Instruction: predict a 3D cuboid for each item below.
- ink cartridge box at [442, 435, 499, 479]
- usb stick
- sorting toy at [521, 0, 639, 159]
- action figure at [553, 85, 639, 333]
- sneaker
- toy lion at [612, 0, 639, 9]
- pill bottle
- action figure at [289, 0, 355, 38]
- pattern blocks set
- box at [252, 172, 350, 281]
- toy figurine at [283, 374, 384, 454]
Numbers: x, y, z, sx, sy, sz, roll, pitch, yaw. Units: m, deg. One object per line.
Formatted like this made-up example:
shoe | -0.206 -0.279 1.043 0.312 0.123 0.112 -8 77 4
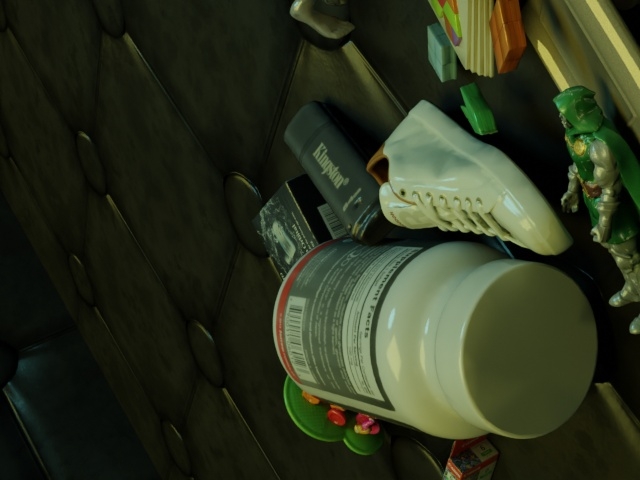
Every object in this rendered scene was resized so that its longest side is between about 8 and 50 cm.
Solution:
ink cartridge box | 0.189 0.280 1.363 0.029 0.063 0.115 49 148 34
usb stick | 0.023 -0.086 1.303 0.045 0.077 0.278 39 -169 -36
sorting toy | 0.234 -0.157 0.911 0.347 0.047 0.196 61 -179 7
action figure | 0.245 -0.030 0.926 0.137 0.063 0.232 -110 -5 -63
sneaker | 0.139 -0.036 1.087 0.106 0.123 0.290 47 -179 -32
toy lion | 0.256 -0.242 0.874 0.100 0.034 0.096 56 145 21
pill bottle | 0.115 0.103 1.199 0.363 0.210 0.210 3 113 60
action figure | -0.017 -0.334 1.005 0.330 0.179 0.341 87 -165 -61
pattern blocks set | 0.122 -0.255 0.994 0.285 0.026 0.324 -112 9 -55
box | 0.000 0.000 1.460 0.156 0.093 0.158 63 154 8
toy figurine | 0.055 0.209 1.526 0.173 0.130 0.159 43 141 0
